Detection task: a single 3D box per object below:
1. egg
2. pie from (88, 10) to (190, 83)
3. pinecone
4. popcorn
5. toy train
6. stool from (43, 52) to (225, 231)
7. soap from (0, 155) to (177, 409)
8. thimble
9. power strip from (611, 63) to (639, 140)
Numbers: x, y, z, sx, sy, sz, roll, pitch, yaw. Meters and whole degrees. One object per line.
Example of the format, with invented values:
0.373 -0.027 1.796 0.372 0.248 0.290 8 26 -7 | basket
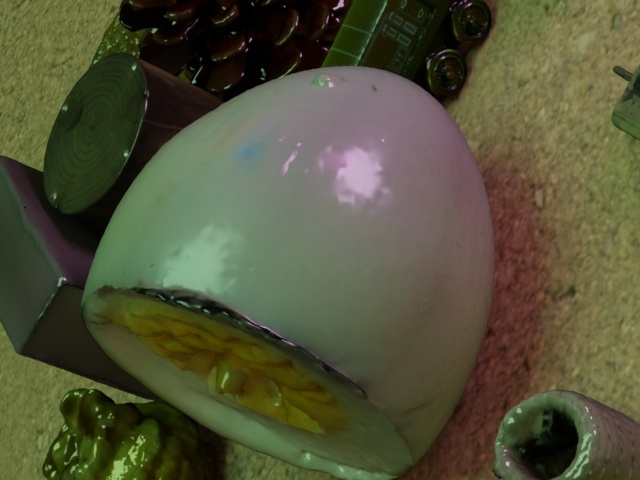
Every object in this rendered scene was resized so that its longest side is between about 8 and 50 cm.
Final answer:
0.000 0.000 1.803 0.354 0.354 0.340 -3 54 51 | egg
-0.186 -0.219 2.389 0.277 0.078 0.277 -28 47 34 | pie
-0.108 -0.272 2.155 0.264 0.264 0.264 -29 49 40 | pinecone
-0.204 0.250 2.068 0.197 0.155 0.198 -12 73 44 | popcorn
0.078 -0.192 1.976 0.090 0.137 0.226 25 89 55 | toy train
-0.135 -0.067 2.064 0.179 0.264 0.179 -30 48 40 | stool
-0.216 0.050 2.077 0.107 0.296 0.285 -55 35 14 | soap
0.209 0.180 1.634 0.115 0.090 0.102 -19 56 44 | thimble
0.331 -0.106 1.691 0.092 0.034 0.268 -60 36 8 | power strip
